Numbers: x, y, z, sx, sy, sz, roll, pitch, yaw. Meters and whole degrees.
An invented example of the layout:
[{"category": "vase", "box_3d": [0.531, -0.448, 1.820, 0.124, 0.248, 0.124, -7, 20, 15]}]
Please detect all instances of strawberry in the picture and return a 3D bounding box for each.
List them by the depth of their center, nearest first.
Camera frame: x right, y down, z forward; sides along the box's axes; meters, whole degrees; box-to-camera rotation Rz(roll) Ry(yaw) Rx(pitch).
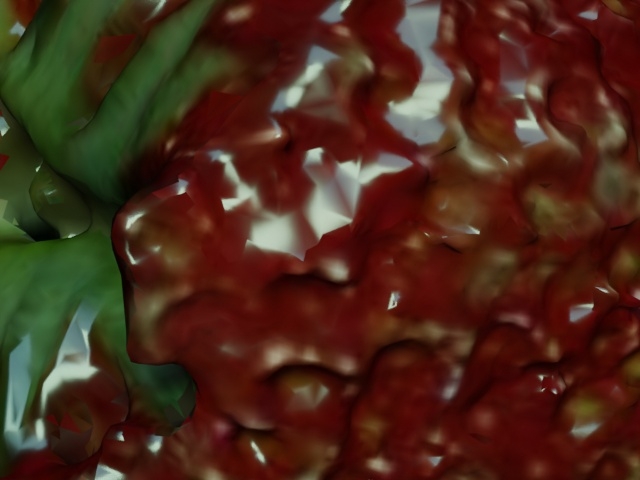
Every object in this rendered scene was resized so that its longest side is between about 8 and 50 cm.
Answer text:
[{"category": "strawberry", "box_3d": [0.002, 0.003, 0.517, 0.257, 0.261, 0.261, 17, 30, -38]}]
